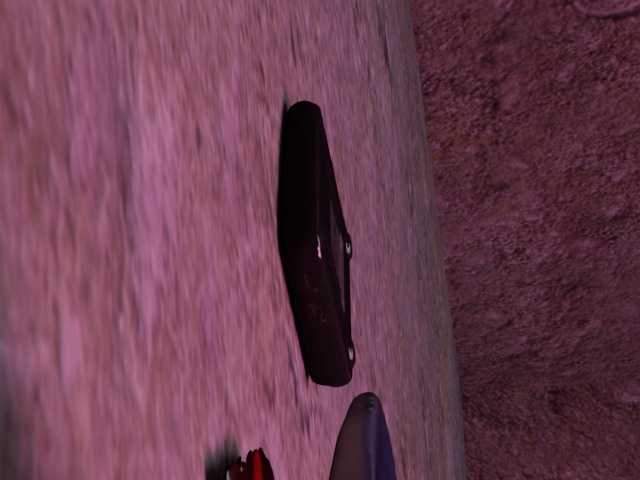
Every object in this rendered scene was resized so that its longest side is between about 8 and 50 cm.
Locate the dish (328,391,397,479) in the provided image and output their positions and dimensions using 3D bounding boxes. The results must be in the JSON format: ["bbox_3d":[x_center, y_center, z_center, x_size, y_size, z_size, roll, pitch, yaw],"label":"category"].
[{"bbox_3d":[-0.023,0.149,0.319,0.228,0.086,0.236,77,11,-45],"label":"dish"}]

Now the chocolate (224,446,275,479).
[{"bbox_3d":[-0.017,0.171,0.615,0.086,0.028,0.182,34,53,-78],"label":"chocolate"}]

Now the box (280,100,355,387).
[{"bbox_3d":[0.000,0.000,0.904,0.126,0.027,0.125,-89,171,-46],"label":"box"}]
